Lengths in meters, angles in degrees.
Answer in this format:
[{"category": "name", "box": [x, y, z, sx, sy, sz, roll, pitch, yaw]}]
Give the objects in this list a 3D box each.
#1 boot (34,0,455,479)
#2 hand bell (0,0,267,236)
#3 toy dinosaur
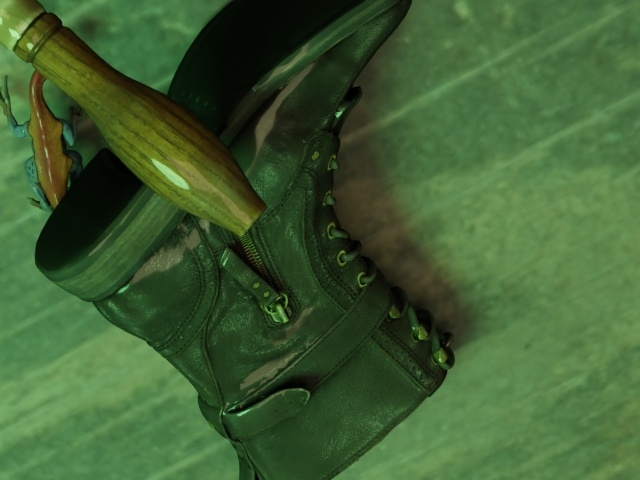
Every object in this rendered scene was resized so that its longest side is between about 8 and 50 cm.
[{"category": "boot", "box": [0.000, 0.000, 0.888, 0.263, 0.091, 0.229, -45, 122, 0]}, {"category": "hand bell", "box": [-0.123, -0.086, 0.770, 0.242, 0.126, 0.126, 42, 103, -1]}, {"category": "toy dinosaur", "box": [-0.132, -0.050, 0.855, 0.047, 0.090, 0.082, -17, 148, -13]}]
